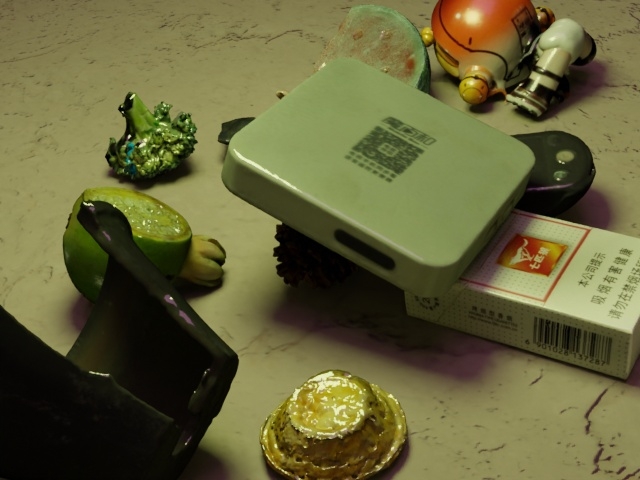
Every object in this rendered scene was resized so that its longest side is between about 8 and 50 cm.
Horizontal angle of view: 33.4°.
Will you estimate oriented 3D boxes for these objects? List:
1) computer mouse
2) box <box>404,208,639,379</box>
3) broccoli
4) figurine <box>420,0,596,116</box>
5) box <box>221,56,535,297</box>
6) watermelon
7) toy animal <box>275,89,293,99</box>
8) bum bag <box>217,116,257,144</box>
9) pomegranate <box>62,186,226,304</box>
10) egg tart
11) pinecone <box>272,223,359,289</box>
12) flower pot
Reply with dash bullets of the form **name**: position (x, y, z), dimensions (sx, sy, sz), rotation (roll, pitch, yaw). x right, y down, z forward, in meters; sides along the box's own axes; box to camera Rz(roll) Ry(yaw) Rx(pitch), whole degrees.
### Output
- **computer mouse**: position (0.305, -0.090, 1.723), dimensions (0.269, 0.100, 0.170), rotation (-4, 39, 9)
- **box**: position (0.311, 0.059, 1.523), dimensions (0.330, 0.095, 0.210), rotation (14, 40, 28)
- **broccoli**: position (-0.308, -0.188, 1.894), dimensions (0.167, 0.160, 0.154), rotation (8, 51, 48)
- **figurine**: position (0.349, -0.393, 2.059), dimensions (0.323, 0.196, 0.320), rotation (27, 52, 23)
- **box**: position (0.093, -0.104, 1.552), dimensions (0.367, 0.090, 0.373), rotation (30, 41, 14)
- **watermelon**: position (0.106, -0.307, 2.064), dimensions (0.226, 0.148, 0.318), rotation (-23, 50, 5)
- **toy animal**: position (-0.006, -0.247, 2.002), dimensions (0.150, 0.083, 0.089), rotation (19, 82, 15)
- **bum bag**: position (-0.048, -0.181, 1.915), dimensions (0.310, 0.074, 0.137), rotation (10, 31, 25)
- **pomegranate**: position (-0.278, 0.022, 1.615), dimensions (0.190, 0.159, 0.241), rotation (35, 24, 31)
- **egg tart**: position (0.015, 0.230, 1.342), dimensions (0.191, 0.074, 0.191), rotation (-4, 38, 3)
- **pinecone**: position (0.000, 0.000, 1.601), dimensions (0.174, 0.173, 0.173), rotation (-4, 36, 3)
- **flower pot**: position (-0.262, 0.176, 1.285), dimensions (0.251, 0.379, 0.379), rotation (29, 44, 10)
